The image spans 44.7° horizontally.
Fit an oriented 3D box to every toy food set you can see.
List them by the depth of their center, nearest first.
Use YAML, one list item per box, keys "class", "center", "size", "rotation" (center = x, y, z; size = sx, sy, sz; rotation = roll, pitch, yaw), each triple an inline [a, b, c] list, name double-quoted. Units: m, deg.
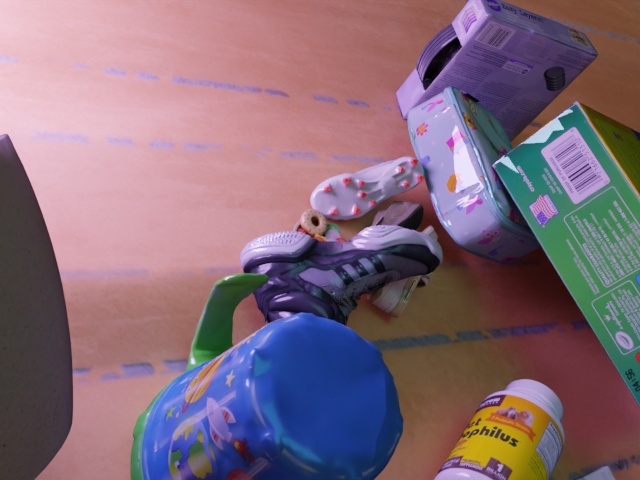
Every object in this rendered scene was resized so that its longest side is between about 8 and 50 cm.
- class: "toy food set"
  center: [0.000, 0.000, 1.086]
  size: [0.082, 0.020, 0.083]
  rotation: [35, 45, -8]

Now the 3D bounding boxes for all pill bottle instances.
- class: "pill bottle"
  center: [0.231, 0.270, 0.977]
  size: [0.117, 0.117, 0.215]
  rotation: [46, 44, 3]

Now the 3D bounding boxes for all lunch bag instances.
- class: "lunch bag"
  center: [0.259, -0.107, 1.257]
  size: [0.224, 0.107, 0.279]
  rotation: [17, 50, -47]

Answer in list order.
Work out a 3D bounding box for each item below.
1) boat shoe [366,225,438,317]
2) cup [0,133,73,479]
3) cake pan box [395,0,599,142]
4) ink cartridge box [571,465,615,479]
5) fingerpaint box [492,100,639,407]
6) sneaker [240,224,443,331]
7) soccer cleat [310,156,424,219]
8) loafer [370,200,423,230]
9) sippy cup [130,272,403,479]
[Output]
- class: "boat shoe"
  center: [0.129, 0.046, 1.117]
  size: [0.059, 0.063, 0.170]
  rotation: [43, 54, -3]
- class: "cup"
  center: [-0.331, 0.098, 0.611]
  size: [0.331, 0.331, 0.237]
  rotation: [-47, 116, -45]
- class: "cake pan box"
  center: [0.296, -0.284, 1.346]
  size: [0.266, 0.246, 0.070]
  rotation: [8, 50, -28]
- class: "ink cartridge box"
  center: [0.317, 0.342, 1.003]
  size: [0.122, 0.088, 0.052]
  rotation: [-7, 63, -38]
- class: "fingerpaint box"
  center: [0.498, 0.038, 1.182]
  size: [0.371, 0.163, 0.445]
  rotation: [1, 57, -54]
- class: "sneaker"
  center: [0.036, 0.069, 0.988]
  size: [0.268, 0.101, 0.153]
  rotation: [-2, 63, -14]
- class: "soccer cleat"
  center: [0.066, -0.077, 1.167]
  size: [0.196, 0.076, 0.068]
  rotation: [-21, 99, -24]
- class: "loafer"
  center: [0.094, -0.011, 1.141]
  size: [0.050, 0.056, 0.148]
  rotation: [23, 42, 34]
- class: "sippy cup"
  center: [-0.043, 0.191, 0.771]
  size: [0.305, 0.224, 0.240]
  rotation: [44, 44, 2]
